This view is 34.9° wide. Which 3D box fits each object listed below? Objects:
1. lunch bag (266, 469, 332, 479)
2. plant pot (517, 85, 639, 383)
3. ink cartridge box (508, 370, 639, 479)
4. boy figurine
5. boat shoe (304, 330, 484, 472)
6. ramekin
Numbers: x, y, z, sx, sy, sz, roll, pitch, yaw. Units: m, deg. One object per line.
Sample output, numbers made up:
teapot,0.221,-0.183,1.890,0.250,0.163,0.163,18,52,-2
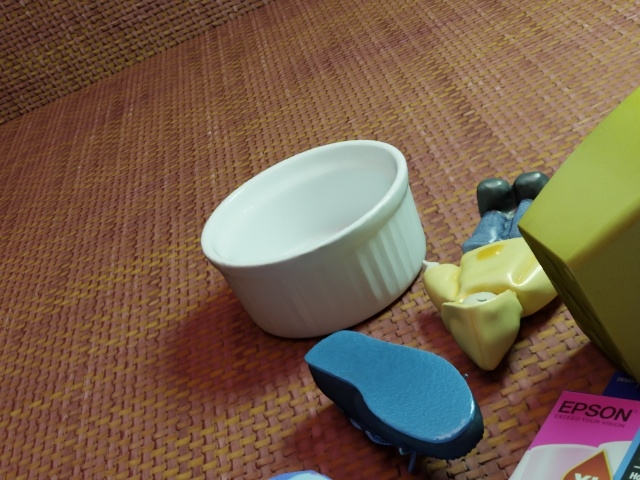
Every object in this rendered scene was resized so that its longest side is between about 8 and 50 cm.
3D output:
lunch bag,-0.037,0.292,0.842,0.293,0.138,0.221,-29,23,-27
plant pot,0.311,0.005,0.939,0.187,0.212,0.212,-34,18,2
ink cartridge box,0.235,0.217,0.800,0.176,0.069,0.371,2,35,42
boy figurine,0.188,0.034,1.131,0.177,0.092,0.285,-6,29,28
boat shoe,0.082,0.157,1.006,0.109,0.089,0.258,-31,24,-14
ramekin,0.000,0.000,1.298,0.277,0.135,0.277,-20,28,11
